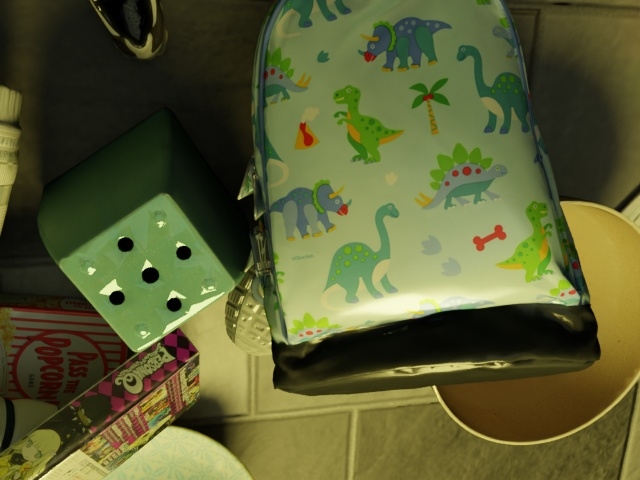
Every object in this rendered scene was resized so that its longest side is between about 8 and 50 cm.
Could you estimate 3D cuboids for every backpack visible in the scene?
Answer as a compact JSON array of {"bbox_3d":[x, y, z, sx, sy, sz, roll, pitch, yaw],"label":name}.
[{"bbox_3d":[0.067,-0.060,0.564,0.290,0.273,0.355,-7,73,12],"label":"backpack"}]

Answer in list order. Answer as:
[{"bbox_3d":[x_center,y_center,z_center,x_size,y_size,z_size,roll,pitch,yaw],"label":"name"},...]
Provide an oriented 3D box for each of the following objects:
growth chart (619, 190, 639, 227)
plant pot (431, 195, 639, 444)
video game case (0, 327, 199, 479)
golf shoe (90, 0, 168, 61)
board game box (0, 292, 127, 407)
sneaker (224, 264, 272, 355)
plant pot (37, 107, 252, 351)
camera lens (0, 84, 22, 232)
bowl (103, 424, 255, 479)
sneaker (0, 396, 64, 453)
[{"bbox_3d":[0.473,0.039,0.938,0.172,0.021,0.237,-39,112,0],"label":"growth chart"},{"bbox_3d":[0.225,0.068,0.792,0.284,0.191,0.284,-4,108,-12],"label":"plant pot"},{"bbox_3d":[-0.215,0.192,0.666,0.210,0.232,0.042,-37,77,-22],"label":"video game case"},{"bbox_3d":[-0.197,-0.271,0.631,0.077,0.094,0.198,-24,110,-5],"label":"golf shoe"},{"bbox_3d":[-0.321,0.136,0.753,0.194,0.045,0.146,6,106,-16],"label":"board game box"},{"bbox_3d":[0.000,0.000,0.741,0.111,0.129,0.297,35,93,-3],"label":"sneaker"},{"bbox_3d":[-0.168,-0.005,0.646,0.166,0.234,0.165,-34,112,-1],"label":"plant pot"},{"bbox_3d":[-0.397,-0.027,0.576,0.220,0.219,0.274,15,94,-18],"label":"camera lens"},{"bbox_3d":[-0.201,0.378,0.785,0.290,0.289,0.156,-11,153,-11],"label":"bowl"},{"bbox_3d":[-0.351,0.252,0.734,0.095,0.090,0.235,11,137,-40],"label":"sneaker"}]
